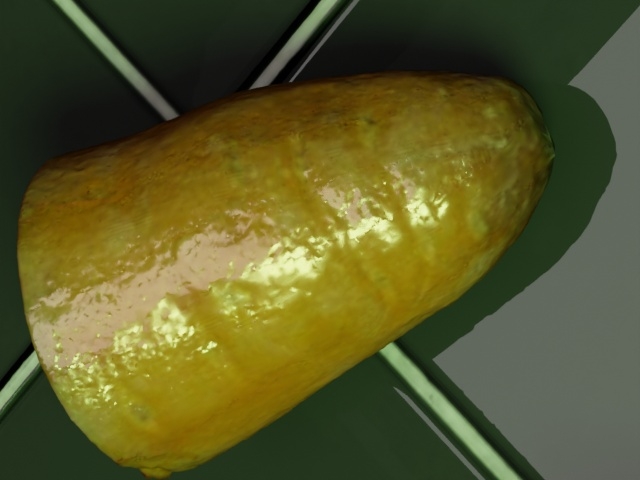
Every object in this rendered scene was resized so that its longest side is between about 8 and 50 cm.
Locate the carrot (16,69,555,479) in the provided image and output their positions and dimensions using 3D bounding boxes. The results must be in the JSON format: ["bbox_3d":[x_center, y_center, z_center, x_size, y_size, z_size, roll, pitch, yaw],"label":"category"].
[{"bbox_3d":[0.000,0.000,0.744,0.225,0.159,0.159,-20,84,15],"label":"carrot"}]
